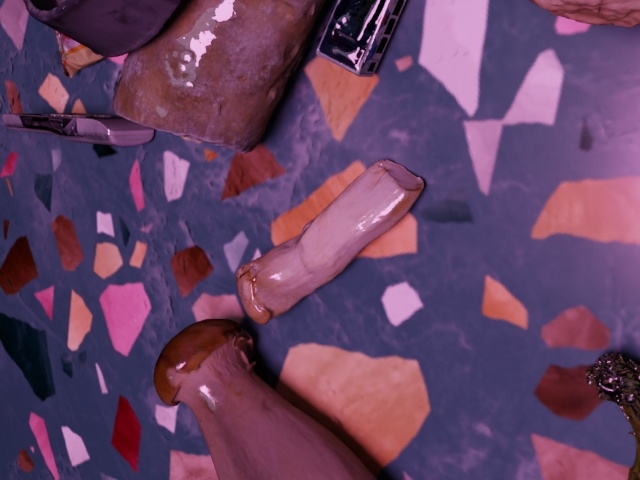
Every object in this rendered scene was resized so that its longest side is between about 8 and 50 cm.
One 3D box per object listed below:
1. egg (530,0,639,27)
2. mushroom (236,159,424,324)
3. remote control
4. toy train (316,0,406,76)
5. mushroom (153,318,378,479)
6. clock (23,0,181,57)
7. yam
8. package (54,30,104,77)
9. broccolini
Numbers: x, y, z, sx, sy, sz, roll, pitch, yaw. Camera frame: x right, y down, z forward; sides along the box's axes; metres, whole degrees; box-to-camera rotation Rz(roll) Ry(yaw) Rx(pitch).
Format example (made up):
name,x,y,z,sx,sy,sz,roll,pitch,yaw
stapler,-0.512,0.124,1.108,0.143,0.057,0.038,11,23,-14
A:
name,x,y,z,sx,sy,sz,roll,pitch,yaw
egg,0.153,-0.236,0.403,0.203,0.203,0.245,-27,77,34
mushroom,0.002,0.003,0.631,0.202,0.054,0.059,-37,76,28
remote control,-0.251,-0.115,0.767,0.166,0.065,0.029,9,104,32
toy train,0.058,-0.225,0.554,0.043,0.047,0.207,33,114,21
mushroom,-0.020,0.213,0.634,0.350,0.128,0.128,50,121,19
clock,-0.138,-0.305,0.577,0.325,0.067,0.324,-21,61,44
yam,-0.048,-0.205,0.588,0.133,0.133,0.330,43,115,20
package,-0.232,-0.230,0.755,0.121,0.031,0.107,-10,93,34
broccolini,0.212,0.168,0.528,0.052,0.054,0.194,2,102,14
